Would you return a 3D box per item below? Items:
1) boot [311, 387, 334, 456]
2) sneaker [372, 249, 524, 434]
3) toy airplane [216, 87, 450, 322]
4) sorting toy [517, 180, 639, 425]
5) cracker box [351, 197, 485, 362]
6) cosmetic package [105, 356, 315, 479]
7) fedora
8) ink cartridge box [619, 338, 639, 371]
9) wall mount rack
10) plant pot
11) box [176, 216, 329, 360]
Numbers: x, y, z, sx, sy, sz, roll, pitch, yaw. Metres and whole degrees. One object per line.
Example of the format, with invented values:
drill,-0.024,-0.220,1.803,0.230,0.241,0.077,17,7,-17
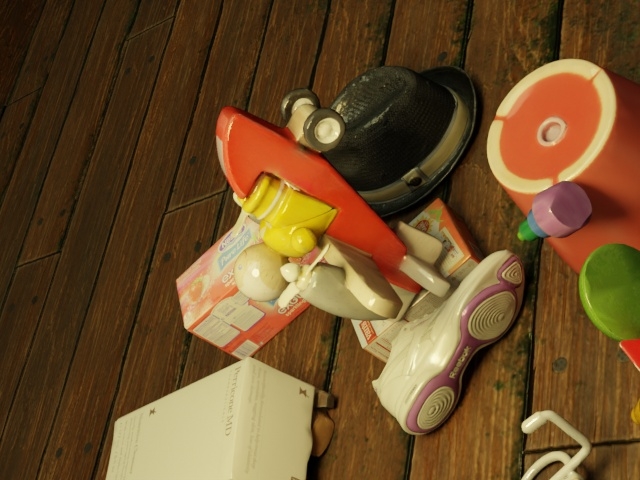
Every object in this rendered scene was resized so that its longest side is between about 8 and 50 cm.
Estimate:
boot,-0.018,0.297,1.845,0.087,0.042,0.118,-15,51,49
sneaker,0.181,0.132,1.681,0.305,0.114,0.152,-55,38,1
toy airplane,0.000,0.000,1.656,0.272,0.386,0.384,-42,73,1
sorting toy,0.359,0.102,1.399,0.127,0.365,0.126,-31,-6,-32
cracker box,0.147,0.064,1.811,0.232,0.067,0.155,-42,38,17
cosmetic package,-0.191,0.361,1.855,0.385,0.156,0.217,-32,41,40
fedora,0.108,-0.202,1.988,0.334,0.152,0.334,-28,44,31
ink cartridge box,0.476,0.114,1.279,0.134,0.231,0.078,-119,27,-50
wall mount rack,0.215,0.373,1.361,0.304,0.130,0.350,-48,14,18
plant pot,0.372,-0.103,1.523,0.275,0.243,0.274,-24,53,36
box,-0.101,0.055,2.023,0.300,0.154,0.142,-42,39,19
